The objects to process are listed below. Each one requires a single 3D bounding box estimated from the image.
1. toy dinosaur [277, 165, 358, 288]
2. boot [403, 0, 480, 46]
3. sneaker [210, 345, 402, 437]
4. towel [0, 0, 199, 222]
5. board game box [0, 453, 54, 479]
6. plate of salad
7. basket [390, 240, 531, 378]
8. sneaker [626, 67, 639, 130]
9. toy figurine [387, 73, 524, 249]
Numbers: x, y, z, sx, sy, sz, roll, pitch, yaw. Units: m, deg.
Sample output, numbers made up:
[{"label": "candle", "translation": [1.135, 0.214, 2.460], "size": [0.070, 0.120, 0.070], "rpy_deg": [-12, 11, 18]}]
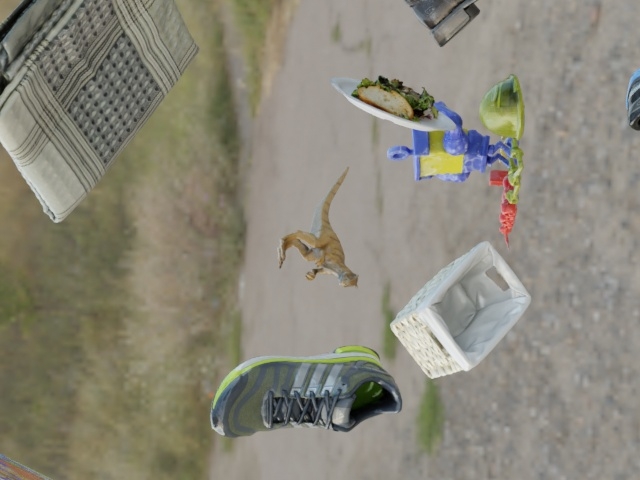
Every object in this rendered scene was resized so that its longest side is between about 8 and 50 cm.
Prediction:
[{"label": "toy dinosaur", "translation": [0.000, 0.000, 1.763], "size": [0.064, 0.112, 0.211], "rpy_deg": [92, 169, -45]}, {"label": "boot", "translation": [0.169, -0.427, 1.927], "size": [0.263, 0.229, 0.091], "rpy_deg": [-44, 0, 17]}, {"label": "sneaker", "translation": [-0.015, 0.223, 1.940], "size": [0.121, 0.300, 0.111], "rpy_deg": [30, 126, 54]}, {"label": "towel", "translation": [-0.270, -0.209, 1.632], "size": [0.312, 0.056, 0.324], "rpy_deg": [-53, -24, -17]}, {"label": "board game box", "translation": [-0.396, 0.363, 1.838], "size": [0.347, 0.233, 0.078], "rpy_deg": [106, -170, -80]}, {"label": "plate of salad", "translation": [0.111, -0.211, 2.014], "size": [0.200, 0.199, 0.048], "rpy_deg": [-119, 47, -66]}, {"label": "basket", "translation": [0.190, 0.099, 1.878], "size": [0.113, 0.167, 0.103], "rpy_deg": [52, 142, -6]}, {"label": "sneaker", "translation": [0.379, -0.124, 1.300], "size": [0.188, 0.067, 0.078], "rpy_deg": [8, 76, 39]}, {"label": "toy figurine", "translation": [0.214, -0.130, 2.216], "size": [0.362, 0.217, 0.191], "rpy_deg": [75, -161, -71]}]
